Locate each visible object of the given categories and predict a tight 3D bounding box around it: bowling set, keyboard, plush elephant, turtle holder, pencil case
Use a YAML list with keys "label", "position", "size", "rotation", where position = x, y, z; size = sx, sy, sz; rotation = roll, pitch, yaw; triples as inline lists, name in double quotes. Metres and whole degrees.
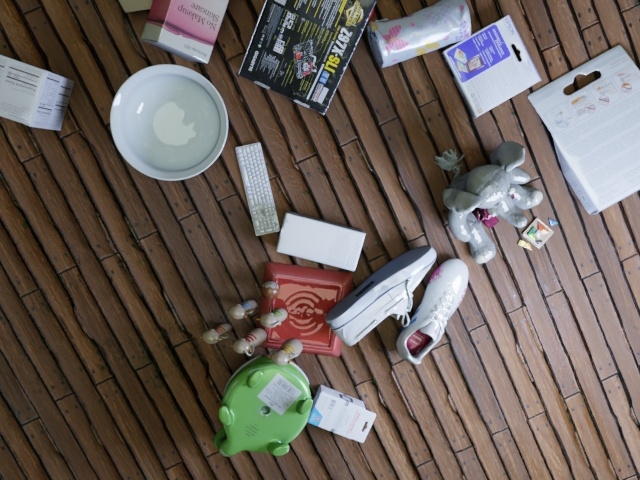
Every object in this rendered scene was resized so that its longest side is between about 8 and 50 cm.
- label: "bowling set"
  position: [-0.184, 0.212, 1.621]
  size: [0.287, 0.154, 0.199]
  rotation: [8, 97, 15]
- label: "keyboard"
  position: [-0.176, -0.143, 1.676]
  size: [0.072, 0.014, 0.255]
  rotation: [-13, 99, -1]
- label: "plush elephant"
  position: [0.455, -0.118, 1.594]
  size: [0.272, 0.255, 0.330]
  rotation: [-43, 98, 3]
- label: "turtle holder"
  position: [-0.158, 0.470, 1.661]
  size: [0.244, 0.227, 0.320]
  rotation: [11, 98, -6]
- label: "pencil case"
  position: [0.263, -0.561, 1.591]
  size: [0.273, 0.113, 0.124]
  rotation: [-18, 71, 0]

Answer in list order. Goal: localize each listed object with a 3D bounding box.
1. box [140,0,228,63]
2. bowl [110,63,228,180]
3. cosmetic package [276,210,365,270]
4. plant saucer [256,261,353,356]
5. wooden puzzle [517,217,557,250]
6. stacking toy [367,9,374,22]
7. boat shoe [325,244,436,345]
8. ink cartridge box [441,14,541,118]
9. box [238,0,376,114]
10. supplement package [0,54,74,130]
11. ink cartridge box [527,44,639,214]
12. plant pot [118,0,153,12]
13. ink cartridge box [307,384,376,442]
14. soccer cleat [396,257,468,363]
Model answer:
- label: "box"
  position: [-0.337, -0.591, 1.516]
  size: [0.149, 0.127, 0.232]
  rotation: [14, 99, -40]
- label: "bowl"
  position: [-0.390, -0.308, 1.579]
  size: [0.298, 0.134, 0.297]
  rotation: [-1, 98, -4]
- label: "cosmetic package"
  position: [0.000, 0.000, 1.674]
  size: [0.231, 0.085, 0.117]
  rotation: [16, 97, -4]
- label: "plant saucer"
  position: [-0.048, 0.206, 1.720]
  size: [0.259, 0.048, 0.259]
  rotation: [8, 97, -5]
- label: "wooden puzzle"
  position: [0.639, -0.020, 1.743]
  size: [0.079, 0.014, 0.116]
  rotation: [33, 95, -8]
- label: "stacking toy"
  position: [0.149, -0.725, 1.554]
  size: [0.141, 0.141, 0.330]
  rotation: [24, 100, -7]
- label: "boat shoe"
  position: [0.201, 0.171, 1.675]
  size: [0.367, 0.136, 0.156]
  rotation: [-38, 104, -9]
- label: "ink cartridge box"
  position: [0.472, -0.480, 1.648]
  size: [0.208, 0.045, 0.206]
  rotation: [-29, 99, 2]
- label: "box"
  position: [-0.038, -0.529, 1.548]
  size: [0.257, 0.079, 0.322]
  rotation: [22, 116, -8]
- label: "supplement package"
  position: [-0.803, -0.392, 1.506]
  size: [0.262, 0.204, 0.145]
  rotation: [19, 96, -6]
- label: "ink cartridge box"
  position: [0.811, -0.313, 1.693]
  size: [0.308, 0.091, 0.384]
  rotation: [-29, 82, 2]
- label: "plant pot"
  position: [-0.477, -0.646, 1.543]
  size: [0.109, 0.109, 0.096]
  rotation: [-9, 111, -2]
- label: "ink cartridge box"
  position: [0.062, 0.515, 1.764]
  size: [0.180, 0.060, 0.104]
  rotation: [24, 96, -6]
- label: "soccer cleat"
  position: [0.333, 0.209, 1.693]
  size: [0.116, 0.143, 0.331]
  rotation: [29, 96, -7]
